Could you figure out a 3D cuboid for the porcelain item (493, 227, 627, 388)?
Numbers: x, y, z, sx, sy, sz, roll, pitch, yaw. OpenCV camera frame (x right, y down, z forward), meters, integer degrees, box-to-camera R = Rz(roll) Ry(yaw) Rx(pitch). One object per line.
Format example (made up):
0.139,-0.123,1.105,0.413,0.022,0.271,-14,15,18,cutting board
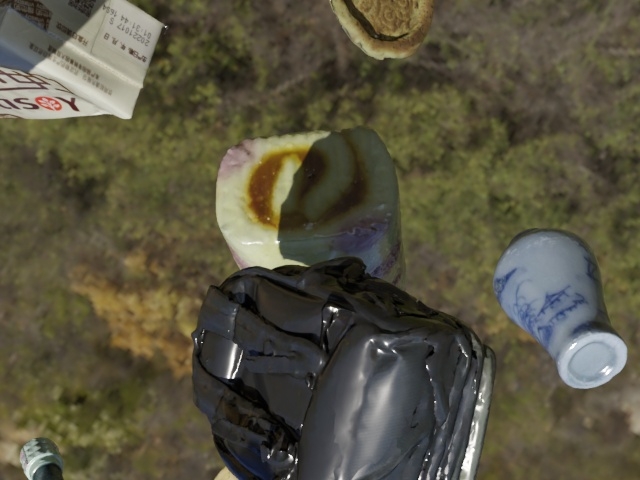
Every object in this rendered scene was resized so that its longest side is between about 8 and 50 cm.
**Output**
0.307,0.077,1.674,0.141,0.141,0.259,34,-161,-28,porcelain item

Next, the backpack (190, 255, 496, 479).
-0.007,0.109,0.962,0.133,0.206,0.258,10,-173,-39,backpack

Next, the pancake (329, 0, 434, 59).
0.040,-0.175,0.865,0.115,0.115,0.011,34,156,-35,pancake

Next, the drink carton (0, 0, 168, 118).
-0.359,-0.227,1.468,0.324,0.132,0.194,5,163,44,drink carton

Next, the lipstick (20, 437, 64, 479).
-0.239,0.222,1.164,0.037,0.037,0.116,34,-173,-36,lipstick

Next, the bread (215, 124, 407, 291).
0.000,0.000,1.408,0.187,0.155,0.338,-6,162,2,bread

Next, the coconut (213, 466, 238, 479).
-0.019,0.322,1.380,0.236,0.197,0.237,13,161,5,coconut
